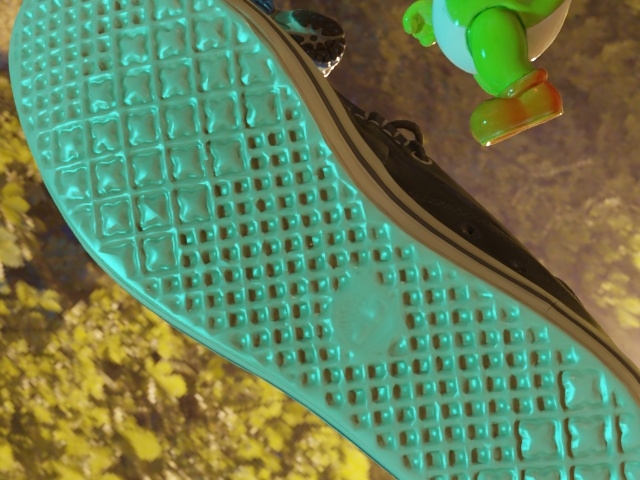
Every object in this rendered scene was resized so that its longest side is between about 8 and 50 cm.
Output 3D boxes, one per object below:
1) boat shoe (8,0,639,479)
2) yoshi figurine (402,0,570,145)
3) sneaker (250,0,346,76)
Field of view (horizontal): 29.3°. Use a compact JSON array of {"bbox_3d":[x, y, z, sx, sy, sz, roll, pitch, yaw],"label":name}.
[{"bbox_3d":[0.000,0.000,0.772,0.186,0.500,0.156,-52,-13,9],"label":"boat shoe"},{"bbox_3d":[0.127,-0.276,1.359,0.203,0.204,0.362,-22,-89,-41],"label":"yoshi figurine"},{"bbox_3d":[-0.048,-0.160,0.945,0.052,0.135,0.058,-60,-4,-21],"label":"sneaker"}]
